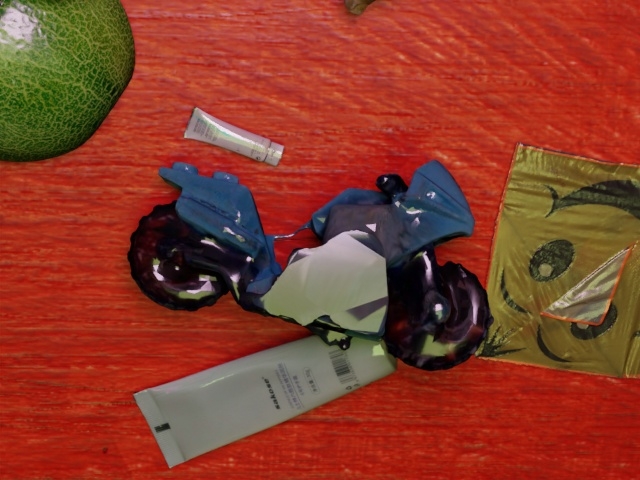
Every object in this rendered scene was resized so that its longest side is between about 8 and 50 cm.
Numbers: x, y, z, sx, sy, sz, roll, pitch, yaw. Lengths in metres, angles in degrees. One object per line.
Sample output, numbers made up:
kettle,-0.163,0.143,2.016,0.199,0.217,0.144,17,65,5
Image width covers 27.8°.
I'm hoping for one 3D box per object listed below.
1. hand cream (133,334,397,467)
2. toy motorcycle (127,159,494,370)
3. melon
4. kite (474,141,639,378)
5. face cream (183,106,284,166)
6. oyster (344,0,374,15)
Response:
hand cream,-0.059,0.177,1.559,0.320,0.067,0.109,-22,110,5
toy motorcycle,0.000,0.000,1.456,0.416,0.172,0.232,12,83,6
melon,-0.294,-0.176,1.382,0.169,0.129,0.265,32,100,-18
kite,0.320,0.045,1.581,0.327,0.013,0.377,-38,108,7
face cream,-0.098,-0.116,1.477,0.115,0.020,0.038,20,105,-11
oyster,0.105,-0.400,1.359,0.110,0.166,0.341,29,119,-23
